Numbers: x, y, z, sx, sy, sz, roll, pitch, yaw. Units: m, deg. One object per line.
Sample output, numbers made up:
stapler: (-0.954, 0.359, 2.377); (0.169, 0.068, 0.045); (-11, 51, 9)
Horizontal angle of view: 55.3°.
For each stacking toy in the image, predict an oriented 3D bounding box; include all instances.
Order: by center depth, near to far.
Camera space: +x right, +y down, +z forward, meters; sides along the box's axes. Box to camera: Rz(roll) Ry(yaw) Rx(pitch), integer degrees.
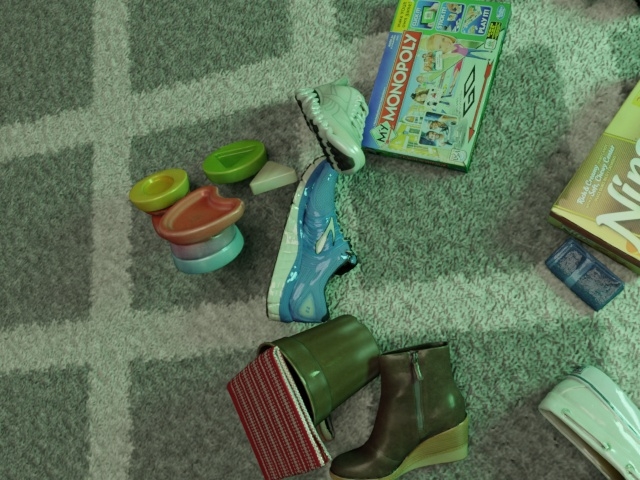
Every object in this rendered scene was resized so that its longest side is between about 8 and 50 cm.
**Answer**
stacking toy: (-0.191, -0.059, 1.174); (0.279, 0.130, 0.309); (-28, 35, -16)

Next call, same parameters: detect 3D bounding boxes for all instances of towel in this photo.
towel: (0.439, 0.057, 1.019); (0.067, 0.029, 0.119); (-45, 70, 6)
towel: (-0.080, 0.300, 1.032); (0.031, 0.275, 0.199); (-19, 75, -31)

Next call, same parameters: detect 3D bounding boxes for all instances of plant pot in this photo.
plant pot: (0.004, 0.215, 1.039); (0.165, 0.167, 0.167); (-23, 68, -31)

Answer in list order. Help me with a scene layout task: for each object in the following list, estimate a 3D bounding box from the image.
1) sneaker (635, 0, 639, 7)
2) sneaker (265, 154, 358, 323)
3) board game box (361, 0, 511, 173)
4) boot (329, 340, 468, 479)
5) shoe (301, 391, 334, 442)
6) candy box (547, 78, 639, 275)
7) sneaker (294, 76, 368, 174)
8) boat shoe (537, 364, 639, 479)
sneaker: (0.605, -0.438, 1.027); (0.302, 0.108, 0.121); (20, 87, 28)
sneaker: (0.000, 0.000, 1.136); (0.147, 0.130, 0.330); (14, 77, -3)
board game box: (0.214, -0.302, 1.153); (0.213, 0.046, 0.317); (14, 84, 19)
boot: (0.117, 0.285, 1.020); (0.248, 0.090, 0.207); (-14, 97, 1)
shoe: (-0.035, 0.288, 1.112); (0.081, 0.063, 0.178); (-21, 79, 12)
candy box: (0.537, -0.122, 0.990); (0.183, 0.087, 0.316); (35, 91, 20)
sneaker: (0.036, -0.221, 1.108); (0.118, 0.110, 0.292); (-23, 38, 1)
boat shoe: (0.453, 0.368, 0.879); (0.156, 0.136, 0.367); (-33, 68, -9)
